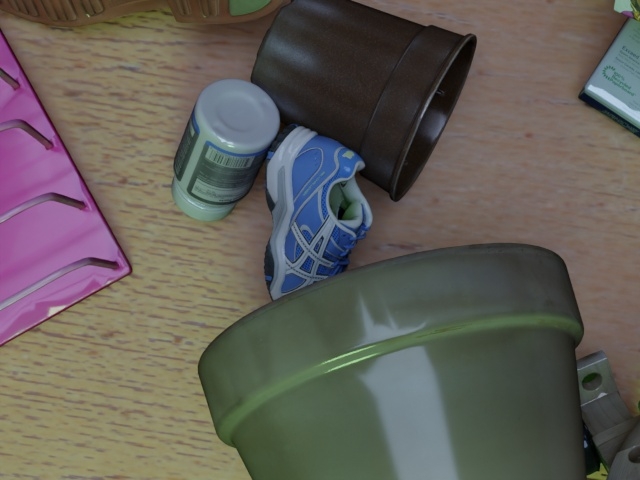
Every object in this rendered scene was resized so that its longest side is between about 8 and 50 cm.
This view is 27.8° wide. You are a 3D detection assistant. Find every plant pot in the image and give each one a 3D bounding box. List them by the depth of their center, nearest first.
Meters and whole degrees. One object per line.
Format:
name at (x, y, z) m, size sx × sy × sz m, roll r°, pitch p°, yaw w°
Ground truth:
plant pot at (0.086, 0.193, 1.047) m, size 0.323 × 0.323 × 0.280 m, roll -15°, pitch 69°, yaw 0°
plant pot at (0.033, -0.145, 1.188) m, size 0.165 × 0.167 × 0.167 m, roll 26°, pitch 88°, yaw 11°

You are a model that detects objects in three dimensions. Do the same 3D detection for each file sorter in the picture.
file sorter at (-0.340, -0.052, 1.172) m, size 0.202 × 0.182 × 0.291 m, roll -29°, pitch 87°, yaw -1°

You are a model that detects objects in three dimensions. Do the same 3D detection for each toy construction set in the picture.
toy construction set at (0.351, 0.189, 1.149) m, size 0.309 × 0.237 × 0.257 m, roll 35°, pitch 100°, yaw -25°

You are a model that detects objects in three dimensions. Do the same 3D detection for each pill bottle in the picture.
pill bottle at (-0.091, -0.079, 1.185) m, size 0.078 × 0.137 × 0.078 m, roll 9°, pitch 58°, yaw -15°

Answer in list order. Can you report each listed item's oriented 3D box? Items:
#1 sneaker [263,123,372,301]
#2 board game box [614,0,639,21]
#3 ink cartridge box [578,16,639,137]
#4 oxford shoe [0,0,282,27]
sneaker at (0.000, 0.000, 1.170) m, size 0.081 × 0.080 × 0.211 m, roll 17°, pitch 131°, yaw 27°
board game box at (0.470, -0.241, 1.099) m, size 0.318 × 0.066 × 0.318 m, roll 31°, pitch 58°, yaw 26°
ink cartridge box at (0.397, -0.170, 1.230) m, size 0.223 × 0.045 × 0.224 m, roll 35°, pitch 87°, yaw 2°
oxford shoe at (-0.201, -0.294, 1.218) m, size 0.397 × 0.140 × 0.146 m, roll 9°, pitch 52°, yaw 13°
